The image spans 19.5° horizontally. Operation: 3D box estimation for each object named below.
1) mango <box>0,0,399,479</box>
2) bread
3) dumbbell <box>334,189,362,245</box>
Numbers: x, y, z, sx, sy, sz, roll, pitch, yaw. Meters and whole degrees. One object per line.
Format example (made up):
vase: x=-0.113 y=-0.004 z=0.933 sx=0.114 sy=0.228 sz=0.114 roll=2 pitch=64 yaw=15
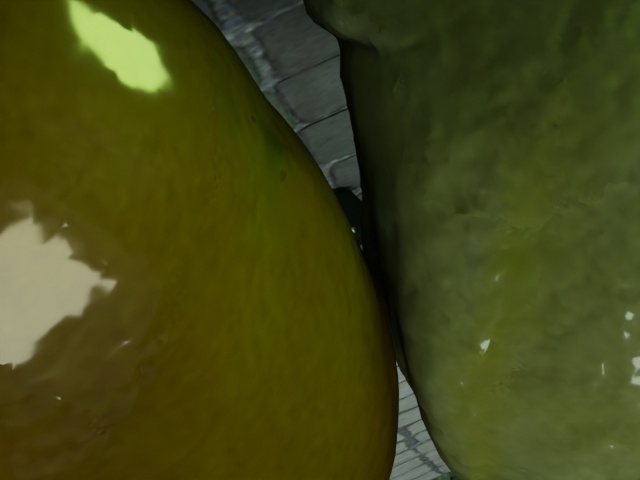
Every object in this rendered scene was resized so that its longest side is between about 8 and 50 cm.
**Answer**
mango: x=-0.121 y=0.032 z=0.652 sx=0.300 sy=0.232 sz=0.446 roll=7 pitch=157 yaw=4
bread: x=0.128 y=-0.049 z=0.772 sx=0.237 sy=0.321 sz=0.320 roll=-11 pitch=168 yaw=17
dumbbell: x=0.000 y=0.000 z=1.226 sx=0.083 sy=0.040 sz=0.036 roll=-42 pitch=-173 yaw=48
